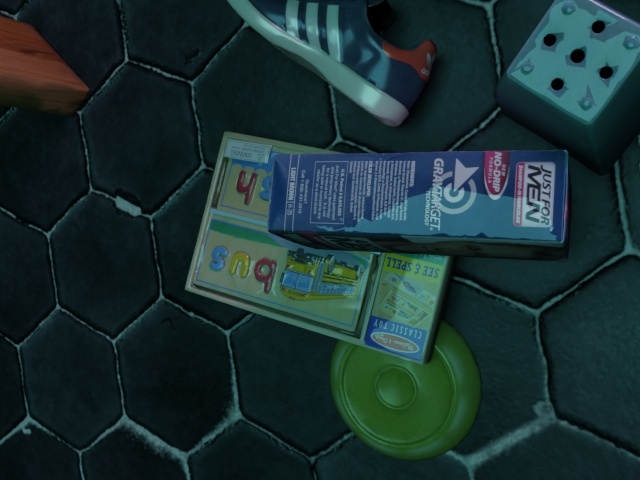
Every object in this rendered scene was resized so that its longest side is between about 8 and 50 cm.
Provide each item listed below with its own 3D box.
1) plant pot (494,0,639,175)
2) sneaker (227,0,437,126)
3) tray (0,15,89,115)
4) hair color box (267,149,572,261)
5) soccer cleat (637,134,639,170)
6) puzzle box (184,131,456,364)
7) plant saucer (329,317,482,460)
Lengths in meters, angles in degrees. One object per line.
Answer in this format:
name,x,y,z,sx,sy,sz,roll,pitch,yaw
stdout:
plant pot,0.308,-0.192,0.761,0.165,0.234,0.165,38,107,18
sneaker,0.016,-0.317,0.956,0.350,0.131,0.148,38,100,12
tray,-0.602,-0.319,1.073,0.203,0.411,0.076,46,109,15
hair color box,0.127,-0.040,0.820,0.348,0.174,0.105,2,83,23
soccer cleat,0.445,-0.030,0.795,0.095,0.083,0.247,-5,89,20
puzzle box,0.000,0.000,0.991,0.409,0.052,0.271,13,90,23
plant saucer,0.117,0.217,0.981,0.241,0.037,0.240,1,93,24
